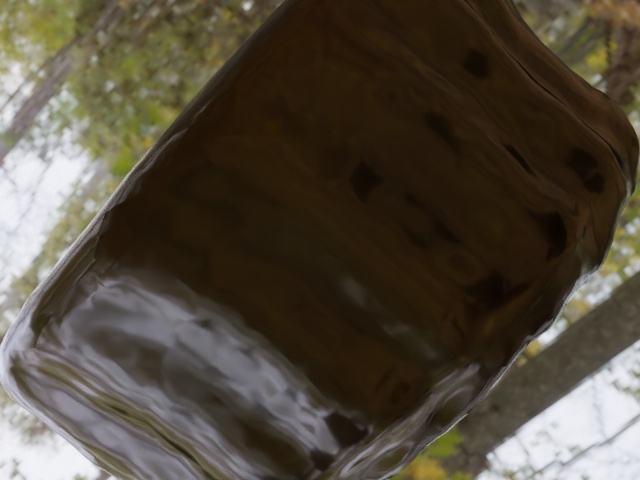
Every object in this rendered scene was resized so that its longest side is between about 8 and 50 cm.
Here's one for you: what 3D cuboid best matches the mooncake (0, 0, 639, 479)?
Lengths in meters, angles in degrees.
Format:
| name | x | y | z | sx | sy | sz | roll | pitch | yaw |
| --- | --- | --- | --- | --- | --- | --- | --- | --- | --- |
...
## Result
| name | x | y | z | sx | sy | sz | roll | pitch | yaw |
| --- | --- | --- | --- | --- | --- | --- | --- | --- | --- |
| mooncake | 0.000 | 0.000 | 0.656 | 0.161 | 0.290 | 0.290 | 43 | -146 | -5 |
